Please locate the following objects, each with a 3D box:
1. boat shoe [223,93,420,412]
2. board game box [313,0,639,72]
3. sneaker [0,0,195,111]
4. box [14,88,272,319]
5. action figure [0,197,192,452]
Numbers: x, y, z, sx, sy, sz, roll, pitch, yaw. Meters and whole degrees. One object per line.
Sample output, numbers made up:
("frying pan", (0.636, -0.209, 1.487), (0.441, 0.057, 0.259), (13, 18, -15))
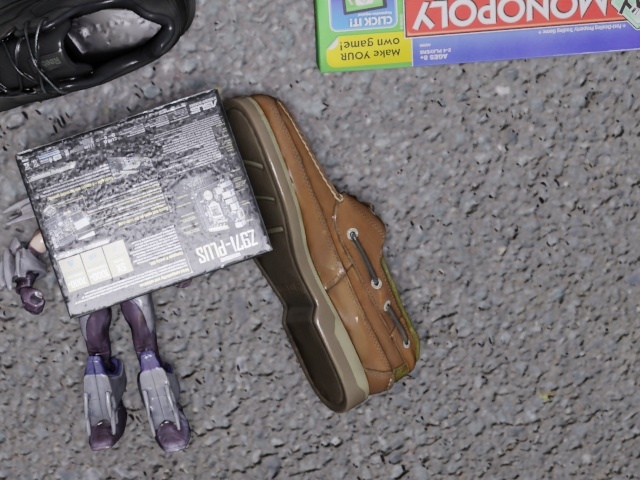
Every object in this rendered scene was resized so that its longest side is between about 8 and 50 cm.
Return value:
("boat shoe", (0.000, 0.000, 1.286), (0.104, 0.111, 0.307), (-26, 107, -25))
("board game box", (0.149, -0.264, 1.221), (0.317, 0.046, 0.213), (-5, 110, -4))
("sneaker", (-0.246, -0.162, 1.177), (0.286, 0.130, 0.109), (-21, 113, 4))
("box", (-0.148, -0.030, 1.195), (0.180, 0.077, 0.147), (-20, 90, -6))
("action figure", (-0.188, 0.050, 1.282), (0.185, 0.099, 0.285), (-8, 108, 7))
